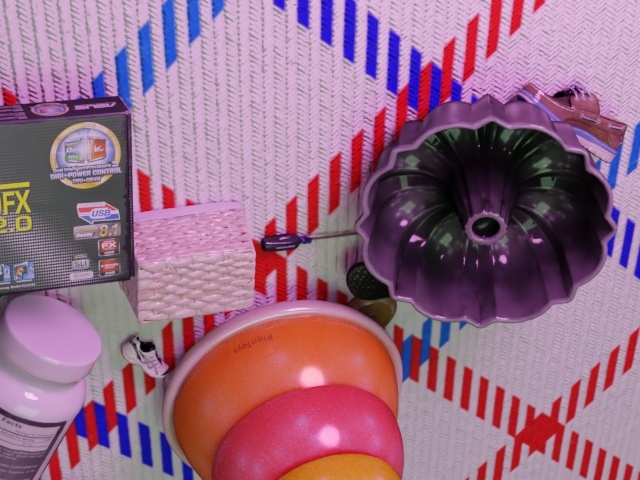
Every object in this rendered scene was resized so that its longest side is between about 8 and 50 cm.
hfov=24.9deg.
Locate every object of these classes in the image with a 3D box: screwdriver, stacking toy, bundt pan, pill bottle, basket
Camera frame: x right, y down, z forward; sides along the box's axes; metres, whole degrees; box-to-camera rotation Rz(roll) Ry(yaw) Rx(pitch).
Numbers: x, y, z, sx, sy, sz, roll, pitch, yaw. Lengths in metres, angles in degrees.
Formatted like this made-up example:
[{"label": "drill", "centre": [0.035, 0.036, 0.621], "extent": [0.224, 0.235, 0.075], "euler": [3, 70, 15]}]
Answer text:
[{"label": "screwdriver", "centre": [0.000, 0.000, 1.943], "extent": [0.170, 0.024, 0.025], "euler": [-2, 99, -23]}, {"label": "stacking toy", "centre": [-0.004, 0.345, 1.912], "extent": [0.351, 0.480, 0.350], "euler": [-9, 131, -11]}, {"label": "bundt pan", "centre": [0.210, -0.051, 1.872], "extent": [0.331, 0.124, 0.331], "euler": [1, 128, 2]}, {"label": "pill bottle", "centre": [-0.400, 0.215, 1.867], "extent": [0.162, 0.162, 0.278], "euler": [16, 120, -32]}, {"label": "basket", "centre": [-0.169, 0.031, 1.843], "extent": [0.167, 0.103, 0.113], "euler": [-7, 129, -15]}]

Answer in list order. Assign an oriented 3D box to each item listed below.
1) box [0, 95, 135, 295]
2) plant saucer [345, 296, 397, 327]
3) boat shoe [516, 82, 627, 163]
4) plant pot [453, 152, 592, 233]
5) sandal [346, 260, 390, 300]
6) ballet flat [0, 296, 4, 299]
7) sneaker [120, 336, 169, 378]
[{"label": "box", "centre": [-0.351, -0.046, 1.656], "extent": [0.270, 0.060, 0.216], "euler": [-6, 117, -19]}, {"label": "plant saucer", "centre": [0.072, 0.106, 2.063], "extent": [0.083, 0.015, 0.083], "euler": [-11, 131, -13]}, {"label": "boat shoe", "centre": [0.333, -0.170, 1.912], "extent": [0.183, 0.066, 0.066], "euler": [28, 99, -36]}, {"label": "plant pot", "centre": [0.277, -0.048, 2.006], "extent": [0.236, 0.032, 0.236], "euler": [-11, 131, -12]}, {"label": "sandal", "centre": [0.098, 0.048, 2.016], "extent": [0.179, 0.040, 0.067], "euler": [4, 133, -43]}, {"label": "ballet flat", "centre": [-0.484, 0.093, 1.808], "extent": [0.206, 0.073, 0.067], "euler": [-37, 105, 6]}, {"label": "sneaker", "centre": [-0.231, 0.159, 1.974], "extent": [0.037, 0.032, 0.083], "euler": [-43, 131, 16]}]
